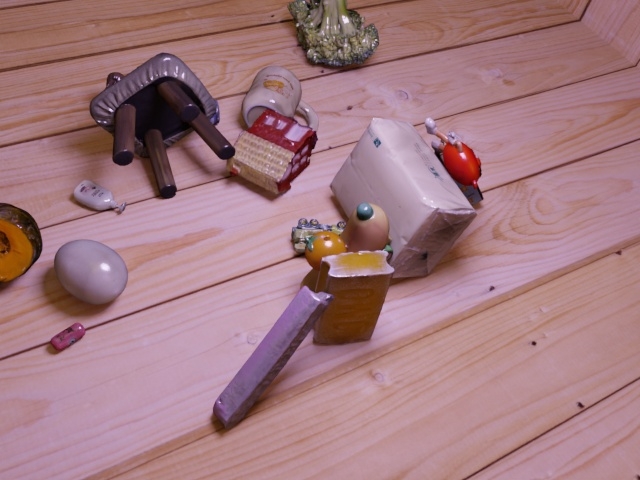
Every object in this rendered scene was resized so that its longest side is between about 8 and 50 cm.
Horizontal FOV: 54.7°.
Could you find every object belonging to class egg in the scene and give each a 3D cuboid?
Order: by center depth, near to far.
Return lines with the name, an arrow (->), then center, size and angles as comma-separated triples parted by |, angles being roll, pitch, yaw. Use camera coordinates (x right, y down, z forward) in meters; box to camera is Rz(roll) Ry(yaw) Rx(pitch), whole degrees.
egg -> -0.588, 0.076, 1.579 | 0.209, 0.151, 0.151 | 27, 52, 22

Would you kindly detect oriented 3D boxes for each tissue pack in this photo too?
tissue pack -> 0.228, -0.121, 1.778 | 0.207, 0.297, 0.380 | -2, 48, -36

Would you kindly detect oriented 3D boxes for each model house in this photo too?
model house -> -0.157, -0.256, 1.919 | 0.196, 0.160, 0.254 | 28, 54, 12
model house -> 0.367, -0.182, 1.945 | 0.206, 0.271, 0.178 | -31, 58, 11

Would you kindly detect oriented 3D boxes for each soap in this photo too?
soap -> 0.074, 0.145, 1.562 | 0.174, 0.274, 0.089 | -3, 47, -13

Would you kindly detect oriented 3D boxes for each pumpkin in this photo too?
pumpkin -> -0.866, 0.026, 1.547 | 0.317, 0.221, 0.139 | -5, 26, -16

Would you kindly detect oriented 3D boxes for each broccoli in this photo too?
broccoli -> 0.042, -0.807, 2.334 | 0.277, 0.317, 0.338 | -17, 17, -8

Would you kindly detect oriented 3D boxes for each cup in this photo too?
cup -> -0.141, -0.435, 2.091 | 0.173, 0.255, 0.202 | -16, 40, 32

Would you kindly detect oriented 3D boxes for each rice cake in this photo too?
rice cake -> -0.117, 0.267, 1.447 | 0.070, 0.064, 0.399 | 37, 89, 31

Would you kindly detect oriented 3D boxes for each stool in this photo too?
stool -> -0.447, -0.323, 1.778 | 0.310, 0.310, 0.226 | -33, 59, 6

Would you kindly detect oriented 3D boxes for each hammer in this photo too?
hammer -> -0.617, 0.236, 1.516 | 0.043, 0.043, 0.083 | 41, 55, 21

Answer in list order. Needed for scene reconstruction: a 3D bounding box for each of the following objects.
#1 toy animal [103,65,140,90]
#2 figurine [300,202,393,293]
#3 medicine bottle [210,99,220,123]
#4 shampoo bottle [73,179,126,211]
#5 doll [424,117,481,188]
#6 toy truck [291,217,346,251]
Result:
toy animal -> -0.635, -0.502, 2.037 | 0.094, 0.214, 0.186 | 5, 81, 4
figurine -> 0.054, 0.033, 1.636 | 0.222, 0.324, 0.124 | 17, 33, -52
medicine bottle -> -0.438, -0.419, 2.043 | 0.203, 0.083, 0.083 | -8, 54, -14
shampoo bottle -> -0.634, -0.118, 1.791 | 0.152, 0.045, 0.077 | 26, 52, 9
doll -> 0.375, -0.233, 1.704 | 0.085, 0.183, 0.217 | -34, 56, 0
toy truck -> 0.000, 0.000, 1.794 | 0.169, 0.077, 0.100 | 6, 48, -8
